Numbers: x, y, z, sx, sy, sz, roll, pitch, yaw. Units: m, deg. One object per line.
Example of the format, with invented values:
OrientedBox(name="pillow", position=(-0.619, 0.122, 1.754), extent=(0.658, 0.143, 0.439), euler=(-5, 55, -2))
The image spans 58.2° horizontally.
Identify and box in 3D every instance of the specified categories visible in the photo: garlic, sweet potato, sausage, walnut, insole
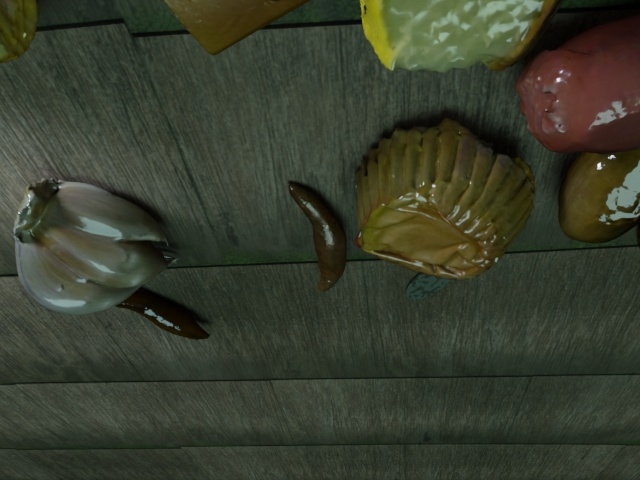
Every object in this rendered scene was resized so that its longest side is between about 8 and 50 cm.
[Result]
OrientedBox(name="garlic", position=(-0.399, 0.013, 0.988), extent=(0.237, 0.210, 0.292), euler=(-47, 123, 3))
OrientedBox(name="sweet potato", position=(0.009, 0.000, 0.988), extent=(0.078, 0.058, 0.255), euler=(10, 141, 24))
OrientedBox(name="sausage", position=(0.374, -0.184, 0.663), extent=(0.280, 0.152, 0.152), euler=(-9, 140, 7))
OrientedBox(name="sweet potato", position=(-0.339, 0.146, 1.191), extent=(0.265, 0.057, 0.057), euler=(34, 132, -29))
OrientedBox(name="walnut", position=(0.421, -0.086, 0.800), extent=(0.137, 0.137, 0.245), euler=(13, 140, -13))
OrientedBox(name="insole", position=(0.221, 0.062, 1.091), extent=(0.065, 0.006, 0.193), euler=(15, 139, -14))

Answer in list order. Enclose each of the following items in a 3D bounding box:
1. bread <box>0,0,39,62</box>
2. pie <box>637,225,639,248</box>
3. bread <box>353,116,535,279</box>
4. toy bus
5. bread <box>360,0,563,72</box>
OrientedBox(name="bread", position=(-0.510, -0.285, 0.575), extent=(0.376, 0.165, 0.236), euler=(1, 137, 2))
OrientedBox(name="pie", position=(0.582, -0.036, 0.930), extent=(0.088, 0.033, 0.191), euler=(24, 137, -19))
OrientedBox(name="bread", position=(0.180, -0.042, 0.855), extent=(0.274, 0.149, 0.274), euler=(6, 145, 5))
OrientedBox(name="toy bus", position=(-0.057, -0.286, 0.585), extent=(0.201, 0.114, 0.098), euler=(-20, 137, 25))
OrientedBox(name="bread", position=(0.111, -0.327, 0.361), extent=(0.143, 0.333, 0.323), euler=(6, 145, 0))
